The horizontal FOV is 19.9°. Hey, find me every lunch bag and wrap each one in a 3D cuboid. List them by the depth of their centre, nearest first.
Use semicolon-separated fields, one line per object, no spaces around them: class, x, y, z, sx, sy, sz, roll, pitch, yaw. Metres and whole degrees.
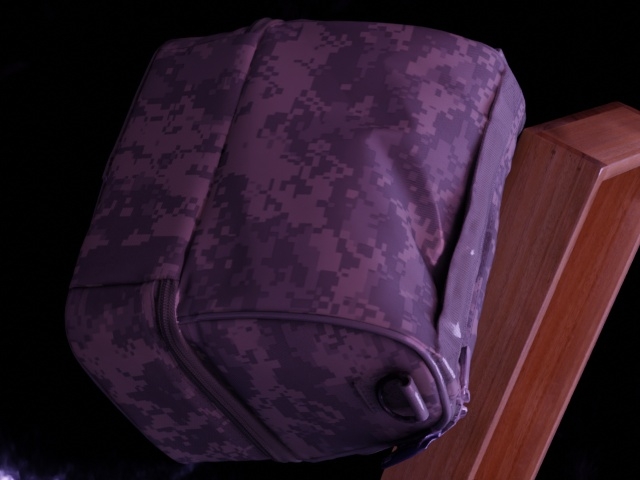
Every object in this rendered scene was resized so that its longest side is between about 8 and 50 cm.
lunch bag;0.000;0.000;1.255;0.212;0.256;0.305;53;41;-39

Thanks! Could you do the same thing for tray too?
tray;0.150;0.096;1.454;0.203;0.076;0.411;-20;135;-60
